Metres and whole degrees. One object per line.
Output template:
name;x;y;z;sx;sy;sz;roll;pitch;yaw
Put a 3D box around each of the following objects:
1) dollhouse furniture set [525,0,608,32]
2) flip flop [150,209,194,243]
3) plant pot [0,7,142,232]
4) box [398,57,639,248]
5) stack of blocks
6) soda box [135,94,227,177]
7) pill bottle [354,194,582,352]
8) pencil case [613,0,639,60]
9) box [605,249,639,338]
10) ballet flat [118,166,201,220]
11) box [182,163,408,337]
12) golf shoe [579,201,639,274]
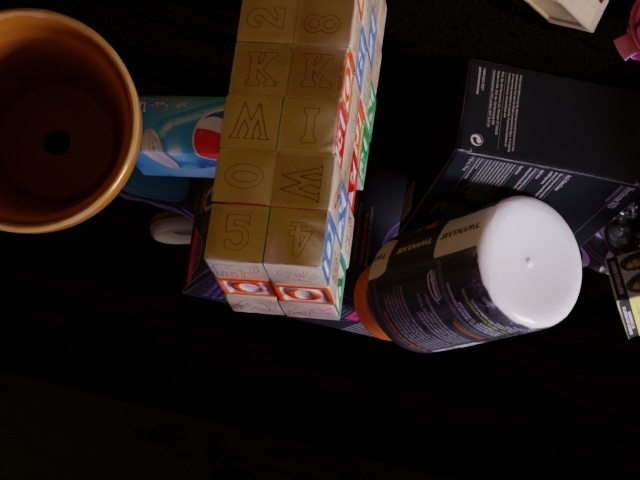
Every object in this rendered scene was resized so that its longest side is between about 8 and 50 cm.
dollhouse furniture set;0.105;-0.243;0.948;0.161;0.101;0.182;25;178;43
flip flop;-0.095;0.001;1.731;0.277;0.080;0.112;-1;160;24
plant pot;-0.269;-0.106;1.326;0.205;0.205;0.188;8;178;-1
box;0.198;-0.070;1.364;0.184;0.103;0.261;13;161;-5
stack of blocks;-0.013;-0.094;1.058;0.087;0.297;0.171;4;161;9
soda box;-0.094;-0.106;1.425;0.210;0.067;0.071;2;161;14
pill bottle;0.134;0.042;1.366;0.130;0.130;0.246;18;160;-29
pencil case;0.327;-0.143;1.111;0.098;0.095;0.209;-42;137;19
box;0.435;0.033;1.485;0.232;0.087;0.058;-15;122;12
ballet flat;-0.159;-0.062;1.615;0.213;0.072;0.068;19;-174;-30
box;0.000;0.000;1.552;0.270;0.165;0.143;15;160;-21
golf shoe;0.347;0.010;1.606;0.094;0.077;0.198;0;150;31
